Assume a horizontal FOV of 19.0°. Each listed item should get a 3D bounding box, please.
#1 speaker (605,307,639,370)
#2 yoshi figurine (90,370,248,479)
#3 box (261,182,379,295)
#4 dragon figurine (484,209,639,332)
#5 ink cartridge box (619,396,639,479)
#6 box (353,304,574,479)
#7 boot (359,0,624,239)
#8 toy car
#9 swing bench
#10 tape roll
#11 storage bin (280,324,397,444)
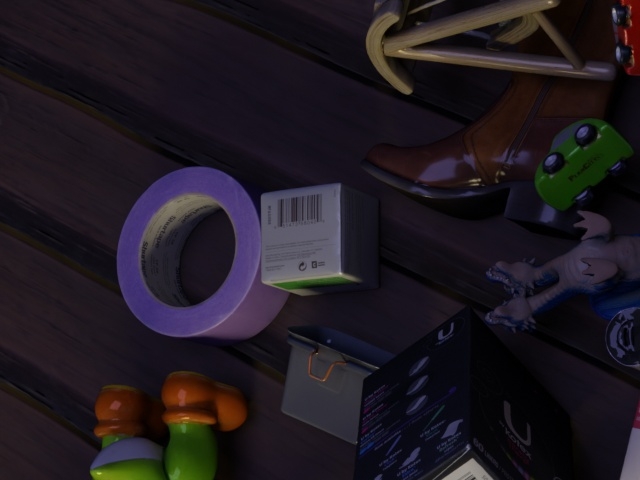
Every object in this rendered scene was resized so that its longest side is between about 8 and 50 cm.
[{"bbox_3d":[0.315,0.099,1.783,0.055,0.136,0.055,-7,75,29],"label":"speaker"},{"bbox_3d":[-0.157,0.337,2.020,0.203,0.203,0.362,8,64,-8],"label":"yoshi figurine"},{"bbox_3d":[0.000,0.000,2.017,0.101,0.087,0.102,-7,77,29],"label":"box"},{"bbox_3d":[0.298,0.025,1.832,0.289,0.144,0.085,-7,73,-8],"label":"dragon figurine"},{"bbox_3d":[0.354,0.253,1.696,0.100,0.172,0.237,-176,101,-70],"label":"ink cartridge box"},{"bbox_3d":[0.135,0.210,1.768,0.143,0.270,0.165,-37,108,19],"label":"box"},{"bbox_3d":[0.188,-0.160,1.942,0.264,0.096,0.280,11,81,39],"label":"boot"},{"bbox_3d":[0.291,-0.120,1.808,0.225,0.239,0.053,-40,31,14],"label":"toy car"},{"bbox_3d":[0.175,-0.296,1.891,0.254,0.165,0.253,1,64,33],"label":"swing bench"},{"bbox_3d":[-0.125,0.018,2.091,0.189,0.080,0.189,-7,75,28],"label":"tape roll"},{"bbox_3d":[0.020,0.152,1.975,0.135,0.098,0.091,20,100,32],"label":"storage bin"}]
